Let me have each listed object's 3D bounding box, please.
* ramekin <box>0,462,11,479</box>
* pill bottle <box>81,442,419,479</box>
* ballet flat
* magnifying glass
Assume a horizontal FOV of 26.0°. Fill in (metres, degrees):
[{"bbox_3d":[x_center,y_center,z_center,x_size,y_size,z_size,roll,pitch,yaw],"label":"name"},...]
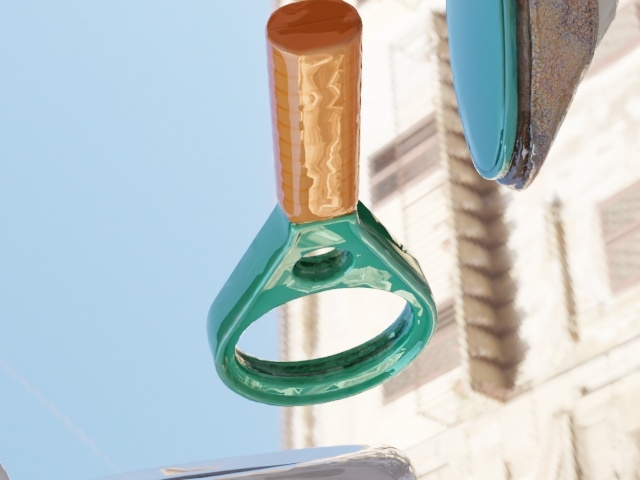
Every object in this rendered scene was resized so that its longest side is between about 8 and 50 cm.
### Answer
[{"bbox_3d":[-0.278,0.158,0.613,0.277,0.135,0.277,-8,-73,-29],"label":"ramekin"},{"bbox_3d":[-0.030,0.296,0.706,0.210,0.210,0.362,-2,-98,-47],"label":"pill bottle"},{"bbox_3d":[0.115,-0.182,0.746,0.106,0.107,0.315,-6,-102,-13],"label":"ballet flat"},{"bbox_3d":[0.000,0.000,0.500,0.092,0.231,0.026,-11,-124,-6],"label":"magnifying glass"}]
